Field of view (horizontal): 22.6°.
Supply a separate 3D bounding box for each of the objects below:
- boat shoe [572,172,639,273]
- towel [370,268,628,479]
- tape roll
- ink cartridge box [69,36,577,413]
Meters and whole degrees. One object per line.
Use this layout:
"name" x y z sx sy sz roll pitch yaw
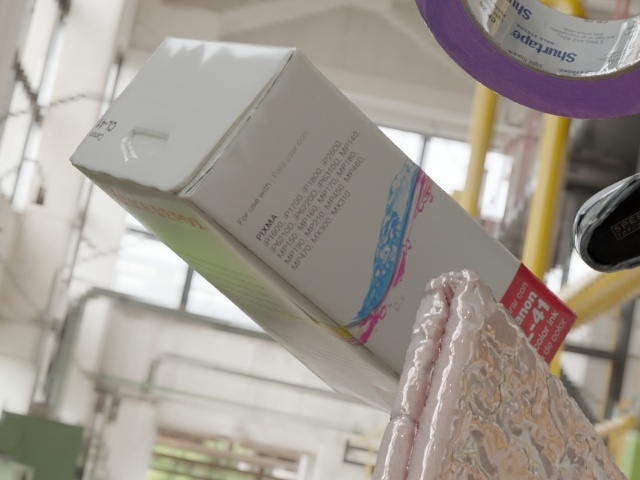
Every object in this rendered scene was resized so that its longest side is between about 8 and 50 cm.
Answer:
"boat shoe" 0.364 -0.062 1.449 0.301 0.108 0.102 -29 2 11
"towel" 0.123 0.234 0.910 0.053 0.317 0.332 -12 -48 32
"tape roll" 0.216 -0.236 1.341 0.275 0.090 0.275 16 -42 15
"ink cartridge box" 0.000 0.000 1.148 0.306 0.131 0.226 43 -13 -27
